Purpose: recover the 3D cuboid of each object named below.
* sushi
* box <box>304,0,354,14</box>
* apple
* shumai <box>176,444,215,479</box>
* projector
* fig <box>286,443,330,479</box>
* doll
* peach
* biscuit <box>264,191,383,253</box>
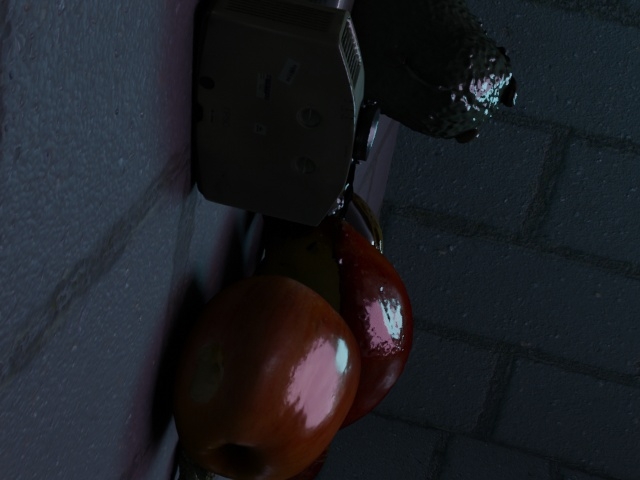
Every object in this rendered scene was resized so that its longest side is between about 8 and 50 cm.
[{"bbox_3d":[-0.010,-0.111,1.854,0.126,0.136,0.225,109,-5,-55],"label":"sushi"},{"bbox_3d":[-0.011,-0.289,1.696,0.135,0.079,0.269,25,79,-82],"label":"box"},{"bbox_3d":[-0.072,0.180,1.570,0.242,0.242,0.241,91,17,-63],"label":"apple"},{"bbox_3d":[-0.182,0.321,1.744,0.080,0.083,0.082,-44,137,-6],"label":"shumai"},{"bbox_3d":[-0.035,-0.141,1.338,0.270,0.193,0.088,98,9,-46],"label":"projector"},{"bbox_3d":[-0.082,0.311,2.011,0.205,0.205,0.205,15,90,-83],"label":"fig"},{"bbox_3d":[0.139,-0.284,1.824,0.247,0.349,0.247,-22,136,-22],"label":"doll"},{"bbox_3d":[0.022,0.118,1.817,0.258,0.201,0.362,49,-51,42],"label":"peach"},{"bbox_3d":[0.000,0.000,1.944,0.049,0.208,0.181,1,105,-55],"label":"biscuit"}]
